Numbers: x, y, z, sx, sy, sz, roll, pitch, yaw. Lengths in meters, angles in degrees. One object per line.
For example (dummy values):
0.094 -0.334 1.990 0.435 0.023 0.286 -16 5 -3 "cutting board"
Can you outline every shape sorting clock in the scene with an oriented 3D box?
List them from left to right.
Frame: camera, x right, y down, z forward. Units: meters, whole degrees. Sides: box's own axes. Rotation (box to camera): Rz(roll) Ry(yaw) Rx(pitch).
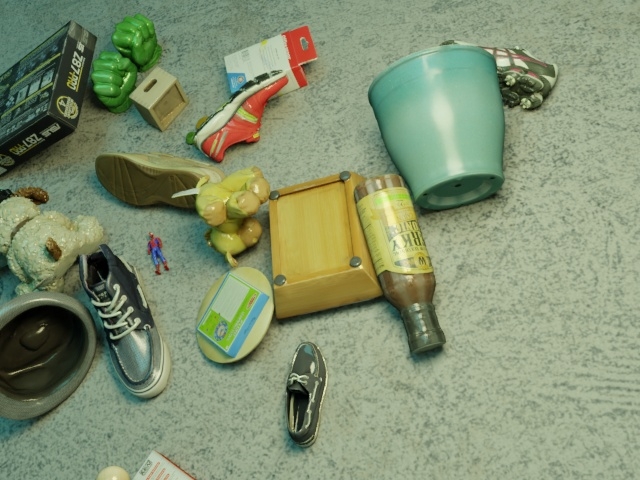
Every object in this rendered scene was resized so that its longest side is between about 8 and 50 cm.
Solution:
-0.177 0.153 1.483 0.206 0.040 0.206 -22 53 32 "shape sorting clock"

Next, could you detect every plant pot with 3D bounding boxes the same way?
0.251 -0.210 1.451 0.271 0.271 0.256 -13 72 11 "plant pot"

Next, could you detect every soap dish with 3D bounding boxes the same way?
0.000 0.000 1.485 0.228 0.118 0.291 -13 56 11 "soap dish"

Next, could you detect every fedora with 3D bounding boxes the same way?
-0.617 0.229 1.529 0.275 0.243 0.124 -54 30 -13 "fedora"

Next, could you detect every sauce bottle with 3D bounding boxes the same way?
0.159 0.043 1.382 0.111 0.111 0.345 -19 74 7 "sauce bottle"

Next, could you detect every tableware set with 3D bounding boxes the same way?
-0.266 -0.286 1.805 0.154 0.024 0.104 -45 54 -8 "tableware set"

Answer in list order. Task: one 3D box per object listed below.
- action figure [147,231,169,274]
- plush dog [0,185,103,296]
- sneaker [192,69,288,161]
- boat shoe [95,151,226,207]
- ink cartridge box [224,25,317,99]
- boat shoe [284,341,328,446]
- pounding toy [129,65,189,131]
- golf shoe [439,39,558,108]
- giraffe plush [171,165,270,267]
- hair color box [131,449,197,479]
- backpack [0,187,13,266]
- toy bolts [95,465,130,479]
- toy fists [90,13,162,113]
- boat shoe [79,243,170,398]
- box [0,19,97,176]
-0.380 0.025 1.657 0.038 0.030 0.115 -30 54 6 "action figure"
-0.665 -0.002 1.635 0.225 0.211 0.263 30 74 9 "plush dog"
-0.175 -0.299 1.722 0.279 0.118 0.107 -39 20 10 "sneaker"
-0.388 -0.151 1.725 0.340 0.122 0.110 14 29 22 "boat shoe"
-0.117 -0.437 1.807 0.230 0.078 0.134 -19 57 7 "ink cartridge box"
-0.031 0.282 1.361 0.075 0.065 0.206 -6 59 16 "boat shoe"
-0.413 -0.377 1.855 0.100 0.130 0.141 33 75 19 "pounding toy"
0.394 -0.386 1.603 0.272 0.105 0.120 32 59 25 "golf shoe"
-0.193 -0.039 1.529 0.210 0.171 0.181 -4 31 23 "giraffe plush"
-0.280 0.465 1.352 0.141 0.043 0.072 26 72 28 "hair color box"
-0.812 -0.017 1.752 0.188 0.145 0.166 -32 54 -29 "backpack"
-0.309 0.496 1.264 0.218 0.229 0.159 1 50 -23 "toy bolts"
-0.525 -0.485 1.937 0.096 0.142 0.279 13 66 25 "toy fists"
-0.427 0.164 1.510 0.127 0.158 0.341 -30 55 0 "boat shoe"
-0.773 -0.365 1.905 0.394 0.097 0.319 -21 55 32 "box"
